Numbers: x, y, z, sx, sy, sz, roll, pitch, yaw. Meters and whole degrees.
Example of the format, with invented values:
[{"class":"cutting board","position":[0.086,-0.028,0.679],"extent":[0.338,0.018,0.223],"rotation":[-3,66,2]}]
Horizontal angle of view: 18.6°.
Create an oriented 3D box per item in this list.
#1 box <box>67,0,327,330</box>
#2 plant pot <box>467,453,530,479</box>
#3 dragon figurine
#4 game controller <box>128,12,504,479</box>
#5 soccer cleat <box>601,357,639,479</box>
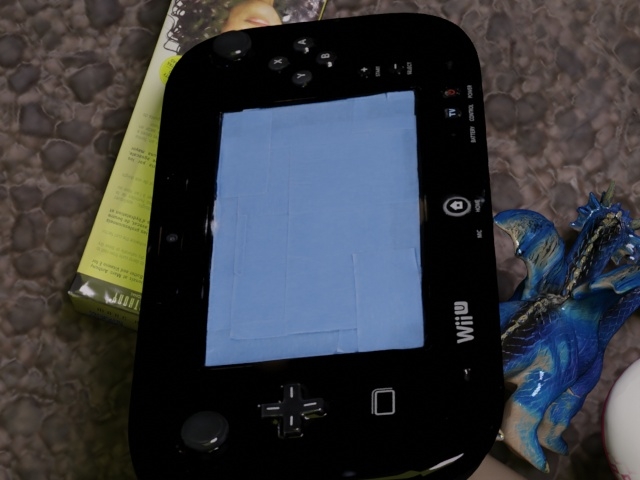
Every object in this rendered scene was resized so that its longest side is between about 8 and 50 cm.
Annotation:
[{"class":"box","position":[-0.064,-0.061,1.087],"extent":[0.087,0.058,0.232],"rotation":[17,79,-2]},{"class":"plant pot","position":[0.044,0.226,0.944],"extent":[0.323,0.323,0.280],"rotation":[-39,68,-10]},{"class":"dragon figurine","position":[0.119,0.035,0.999],"extent":[0.085,0.289,0.144],"rotation":[29,97,20]},{"class":"game controller","position":[0.000,0.000,0.934],"extent":[0.166,0.067,0.319],"rotation":[-12,44,12]},{"class":"soccer cleat","position":[0.286,0.175,0.994],"extent":[0.331,0.143,0.116],"rotation":[44,78,-14]}]
